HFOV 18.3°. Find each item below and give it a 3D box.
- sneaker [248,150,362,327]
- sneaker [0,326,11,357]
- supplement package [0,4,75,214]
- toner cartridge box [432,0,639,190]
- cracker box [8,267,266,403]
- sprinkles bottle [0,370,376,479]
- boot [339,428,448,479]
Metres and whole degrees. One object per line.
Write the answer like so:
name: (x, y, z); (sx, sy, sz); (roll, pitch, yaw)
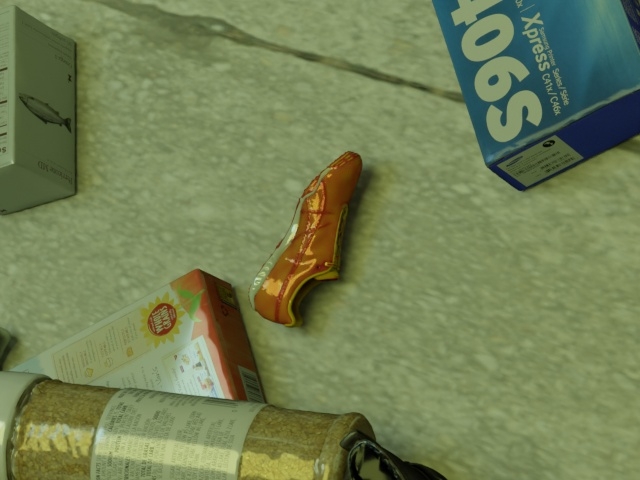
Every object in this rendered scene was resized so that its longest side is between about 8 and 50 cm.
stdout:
sneaker: (0.000, 0.000, 1.841); (0.067, 0.064, 0.175); (28, 94, 15)
sneaker: (-0.360, 0.196, 1.965); (0.121, 0.099, 0.262); (-12, 68, 23)
supplement package: (-0.323, -0.132, 2.048); (0.105, 0.105, 0.179); (-14, 67, 27)
toner cartridge box: (0.185, -0.235, 1.790); (0.165, 0.075, 0.347); (-27, 61, 20)
cracker box: (-0.173, 0.148, 1.880); (0.232, 0.067, 0.155); (-27, 62, 20)
sprinkles bottle: (-0.134, 0.190, 1.741); (0.355, 0.121, 0.121); (5, 76, 19)
boot: (0.127, 0.272, 1.554); (0.091, 0.229, 0.263); (-45, 56, 11)
